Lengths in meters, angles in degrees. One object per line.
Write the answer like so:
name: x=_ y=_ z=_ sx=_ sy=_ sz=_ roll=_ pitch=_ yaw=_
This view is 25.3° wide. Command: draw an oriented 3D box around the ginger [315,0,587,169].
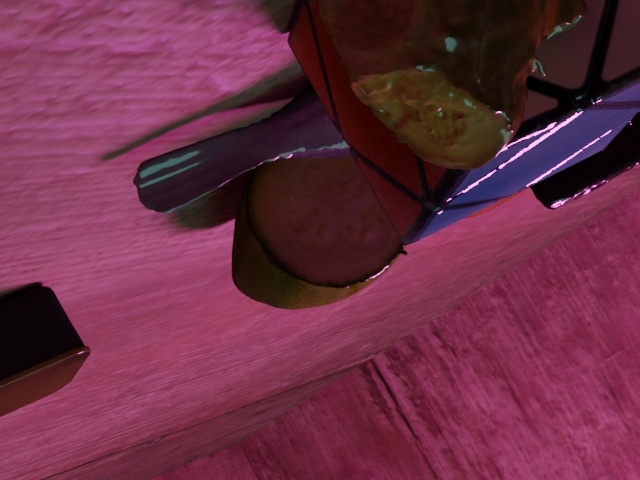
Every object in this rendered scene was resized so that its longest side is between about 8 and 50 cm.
ginger: x=0.096 y=-0.196 z=0.909 sx=0.123 sy=0.219 sz=0.270 roll=-10 pitch=-136 yaw=48

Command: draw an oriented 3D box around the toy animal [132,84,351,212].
toy animal: x=0.025 y=-0.117 z=1.290 sx=0.367 sy=0.081 sz=0.206 roll=-26 pitch=-176 yaw=-42

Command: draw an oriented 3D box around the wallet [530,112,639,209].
wallet: x=0.201 y=-0.148 z=1.236 sx=0.182 sy=0.229 sz=0.049 roll=-24 pitch=164 yaw=-27

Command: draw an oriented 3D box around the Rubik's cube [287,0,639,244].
Rubik's cube: x=0.120 y=-0.149 z=1.080 sx=0.205 sy=0.207 sz=0.205 roll=-27 pitch=168 yaw=-16

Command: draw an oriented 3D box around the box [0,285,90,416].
box: x=-0.353 y=0.132 z=1.470 sx=0.201 sy=0.090 sz=0.144 roll=-23 pitch=168 yaw=-29

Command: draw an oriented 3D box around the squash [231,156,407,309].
squash: x=0.000 y=0.000 z=1.527 sx=0.189 sy=0.189 sz=0.260 roll=-27 pitch=165 yaw=-13

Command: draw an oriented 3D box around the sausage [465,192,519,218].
sausage: x=0.261 y=-0.118 z=1.902 sx=0.274 sy=0.105 sz=0.105 roll=-36 pitch=168 yaw=32
